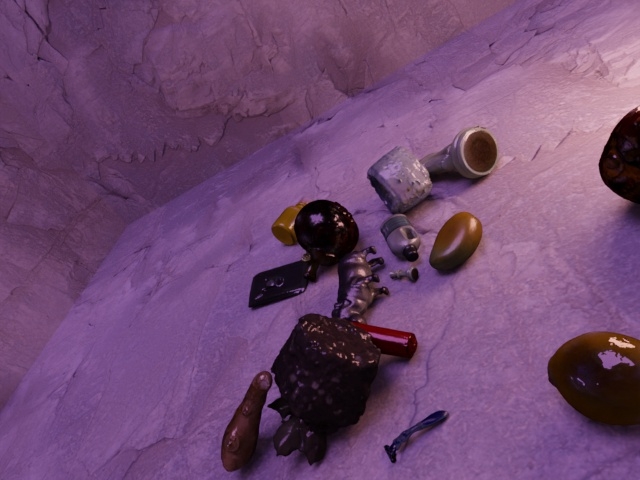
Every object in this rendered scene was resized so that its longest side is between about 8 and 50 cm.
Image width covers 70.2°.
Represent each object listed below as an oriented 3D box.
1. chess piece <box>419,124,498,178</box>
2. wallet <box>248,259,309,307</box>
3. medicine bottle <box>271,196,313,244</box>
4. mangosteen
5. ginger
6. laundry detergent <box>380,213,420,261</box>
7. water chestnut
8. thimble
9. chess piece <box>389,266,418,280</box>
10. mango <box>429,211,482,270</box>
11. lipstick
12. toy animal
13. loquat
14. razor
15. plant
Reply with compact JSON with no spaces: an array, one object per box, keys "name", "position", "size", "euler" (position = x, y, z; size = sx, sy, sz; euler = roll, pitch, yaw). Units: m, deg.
[{"name":"chess piece","position":[0.465,-0.293,1.612],"size":[0.176,0.175,0.298],"euler":[-45,17,-17]},{"name":"wallet","position":[-0.152,0.155,1.669],"size":[0.245,0.052,0.168],"euler":[-19,35,22]},{"name":"medicine bottle","position":[-0.103,-0.092,1.909],"size":[0.122,0.121,0.212],"euler":[-3,42,45]},{"name":"mangosteen","position":[0.000,0.000,1.584],"size":[0.289,0.231,0.231],"euler":[-59,29,4]},{"name":"ginger","position":[-0.174,0.426,1.086],"size":[0.086,0.294,0.131],"euler":[25,24,12]},{"name":"laundry detergent","position":[0.260,-0.004,1.442],"size":[0.099,0.070,0.225],"euler":[-25,28,5]},{"name":"water chestnut","position":[0.774,-0.197,0.991],"size":[0.289,0.289,0.244],"euler":[1,40,48]},{"name":"thimble","position":[0.272,-0.206,1.595],"size":[0.172,0.204,0.250],"euler":[-35,33,3]},{"name":"chess piece","position":[0.241,0.099,1.342],"size":[0.093,0.042,0.042],"euler":[-6,40,50]},{"name":"mango","position":[0.379,0.005,1.281],"size":[0.194,0.092,0.130],"euler":[-46,31,-10]},{"name":"lipstick","position":[0.102,0.245,1.159],"size":[0.280,0.073,0.073],"euler":[4,45,29]},{"name":"toy animal","position":[0.104,0.158,1.331],"size":[0.169,0.106,0.343],"euler":[-15,37,31]},{"name":"loquat","position":[0.481,0.231,0.773],"size":[0.195,0.152,0.152],"euler":[-6,40,47]},{"name":"razor","position":[0.198,0.396,0.943],"size":[0.155,0.028,0.044],"euler":[-35,28,1]},{"name":"plant","position":[-0.006,0.346,1.064],"size":[0.215,0.213,0.312],"euler":[-133,57,-63]}]
